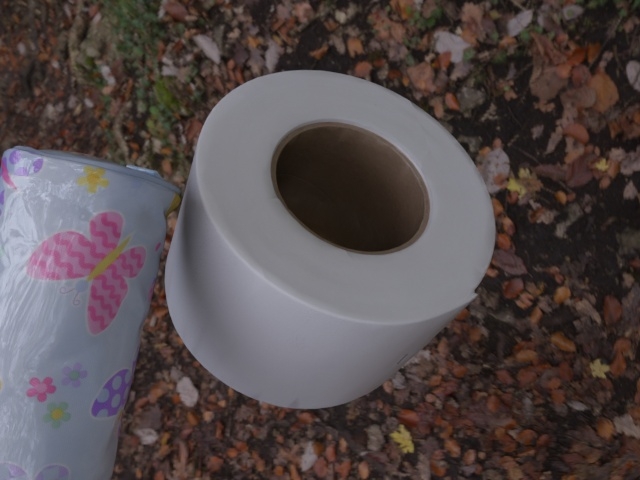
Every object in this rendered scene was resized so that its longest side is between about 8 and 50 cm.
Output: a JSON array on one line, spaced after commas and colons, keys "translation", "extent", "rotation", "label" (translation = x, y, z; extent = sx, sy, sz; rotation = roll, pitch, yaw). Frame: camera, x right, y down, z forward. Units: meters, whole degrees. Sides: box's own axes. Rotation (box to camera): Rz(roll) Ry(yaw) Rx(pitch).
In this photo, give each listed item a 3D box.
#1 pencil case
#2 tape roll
[{"translation": [-0.172, 0.076, 0.438], "extent": [0.114, 0.124, 0.272], "rotation": [10, 88, 44], "label": "pencil case"}, {"translation": [0.000, 0.000, 0.576], "extent": [0.246, 0.246, 0.169], "rotation": [68, 150, 26], "label": "tape roll"}]
